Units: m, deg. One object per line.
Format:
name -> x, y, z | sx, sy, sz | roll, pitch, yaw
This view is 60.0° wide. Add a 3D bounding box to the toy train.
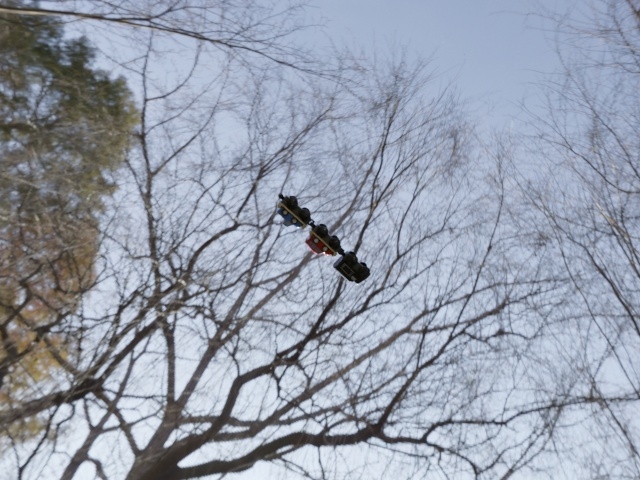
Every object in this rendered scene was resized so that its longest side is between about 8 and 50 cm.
toy train -> 0.000, 0.000, 0.705 | 0.158, 0.027, 0.036 | 43, -84, -13
